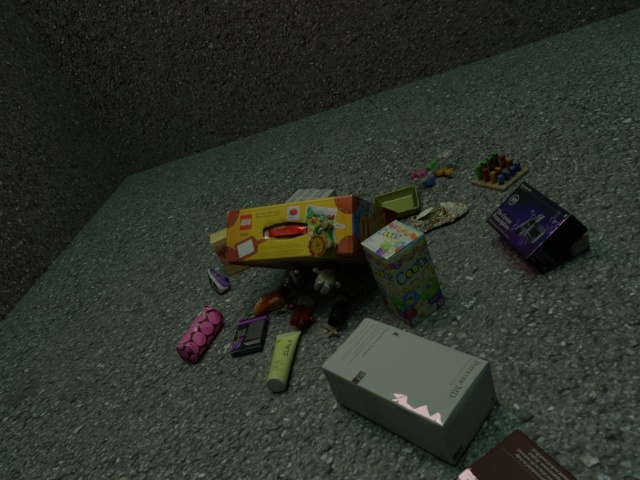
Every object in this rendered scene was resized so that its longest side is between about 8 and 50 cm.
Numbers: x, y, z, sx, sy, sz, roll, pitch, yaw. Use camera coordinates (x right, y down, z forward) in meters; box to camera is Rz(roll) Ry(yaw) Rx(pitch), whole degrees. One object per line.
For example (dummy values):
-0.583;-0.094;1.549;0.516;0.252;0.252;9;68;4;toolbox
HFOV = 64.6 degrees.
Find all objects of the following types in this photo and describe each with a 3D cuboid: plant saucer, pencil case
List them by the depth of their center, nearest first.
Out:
-0.439;0.336;1.833;0.095;0.098;0.209;-6;35;27;pencil case
0.319;-0.145;2.113;0.188;0.045;0.188;-15;31;15;plant saucer

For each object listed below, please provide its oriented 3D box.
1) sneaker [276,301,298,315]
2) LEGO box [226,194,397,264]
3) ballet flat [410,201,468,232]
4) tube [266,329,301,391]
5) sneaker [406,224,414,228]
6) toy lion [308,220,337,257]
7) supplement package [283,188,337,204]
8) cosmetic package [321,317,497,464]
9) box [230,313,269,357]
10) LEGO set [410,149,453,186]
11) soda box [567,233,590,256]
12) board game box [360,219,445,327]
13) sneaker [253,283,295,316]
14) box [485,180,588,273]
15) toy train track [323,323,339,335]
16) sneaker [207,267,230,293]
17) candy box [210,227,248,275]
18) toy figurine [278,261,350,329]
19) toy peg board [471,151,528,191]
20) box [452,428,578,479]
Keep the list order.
-0.122;0.243;1.821;0.083;0.035;0.031;-22;30;3;sneaker
-0.024;-0.011;1.795;0.499;0.193;0.372;-5;-9;30;LEGO box
0.449;-0.099;1.921;0.240;0.077;0.091;-25;30;-4;ballet flat
-0.121;0.371;1.605;0.070;0.062;0.240;21;31;-4;tube
0.241;0.000;1.907;0.216;0.079;0.121;-5;35;28;sneaker
0.000;0.000;1.546;0.096;0.100;0.034;-20;-16;36;toy lion
-0.024;-0.098;2.127;0.203;0.194;0.149;5;40;40;supplement package
0.218;0.363;1.285;0.384;0.156;0.217;10;42;45;cosmetic package
-0.246;0.333;1.774;0.116;0.029;0.162;-16;30;15;box
0.510;-0.303;2.183;0.227;0.087;0.093;-37;18;-22;LEGO set
0.769;-0.026;1.603;0.058;0.063;0.183;-25;30;3;soda box
0.255;0.101;1.548;0.142;0.275;0.144;-33;31;-15;board game box
-0.170;0.222;1.863;0.175;0.064;0.067;-38;43;-17;sneaker
0.671;-0.048;1.596;0.184;0.103;0.261;-48;27;14;box
0.035;0.294;1.657;0.048;0.014;0.083;-35;25;-18;toy train track
-0.427;0.169;2.137;0.071;0.068;0.170;-20;36;-25;sneaker
-0.288;0.003;2.162;0.316;0.183;0.088;-24;31;0;candy box
-0.018;0.177;1.683;0.212;0.210;0.148;-10;26;22;toy figurine
0.712;-0.284;2.027;0.161;0.079;0.160;-37;33;-20;toy peg board
0.373;0.501;0.919;0.167;0.203;0.168;-31;32;-13;box
